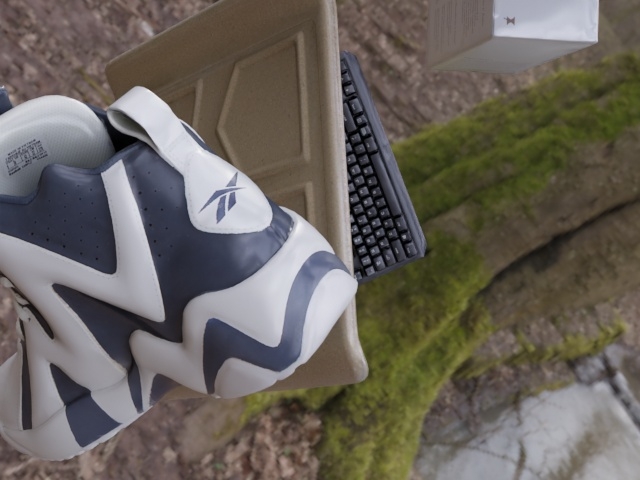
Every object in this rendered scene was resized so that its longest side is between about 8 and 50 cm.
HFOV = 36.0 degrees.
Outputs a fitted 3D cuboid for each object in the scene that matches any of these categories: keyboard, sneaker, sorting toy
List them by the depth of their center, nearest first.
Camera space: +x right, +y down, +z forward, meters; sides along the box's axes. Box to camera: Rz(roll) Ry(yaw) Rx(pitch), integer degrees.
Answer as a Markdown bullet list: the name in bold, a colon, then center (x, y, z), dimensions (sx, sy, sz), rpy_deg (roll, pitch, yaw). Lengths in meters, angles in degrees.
- **sneaker**: center (-0.113, 0.008, 0.439), dimensions (0.153, 0.235, 0.094), rpy_deg (53, 49, -15)
- **sorting toy**: center (-0.088, -0.015, 0.628), dimensions (0.041, 0.307, 0.229), rpy_deg (0, 81, -44)
- **keyboard**: center (0.008, -0.048, 0.782), dimensions (0.023, 0.108, 0.180), rpy_deg (-111, 178, -74)

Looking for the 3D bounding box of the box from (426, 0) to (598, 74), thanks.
- **box**: center (0.160, -0.219, 0.845), dimensions (0.091, 0.130, 0.170), rpy_deg (1, 1, -12)
